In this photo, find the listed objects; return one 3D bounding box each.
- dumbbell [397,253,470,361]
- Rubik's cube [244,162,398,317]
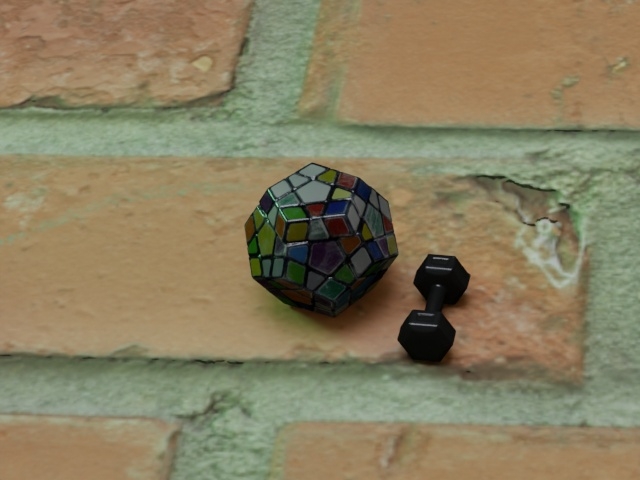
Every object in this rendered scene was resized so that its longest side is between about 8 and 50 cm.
[{"bbox_3d":[0.080,0.046,1.312,0.036,0.040,0.083,-22,31,32],"label":"dumbbell"},{"bbox_3d":[0.000,0.000,1.333,0.111,0.093,0.111,-3,40,2],"label":"Rubik's cube"}]
